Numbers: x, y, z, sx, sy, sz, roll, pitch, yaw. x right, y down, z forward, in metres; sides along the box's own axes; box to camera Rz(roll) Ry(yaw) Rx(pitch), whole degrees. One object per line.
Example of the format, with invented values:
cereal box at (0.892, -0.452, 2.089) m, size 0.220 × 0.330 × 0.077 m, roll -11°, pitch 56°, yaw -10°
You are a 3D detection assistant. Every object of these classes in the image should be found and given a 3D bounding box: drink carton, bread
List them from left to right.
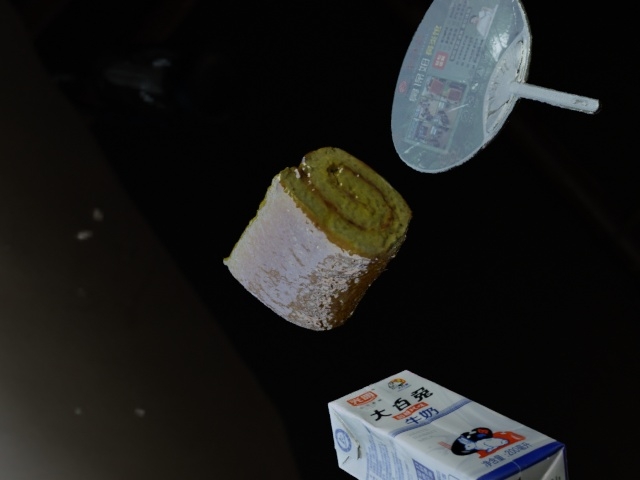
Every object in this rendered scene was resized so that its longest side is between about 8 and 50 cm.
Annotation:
bread at (0.000, 0.000, 1.206) m, size 0.103 × 0.132 × 0.172 m, roll -50°, pitch -4°, yaw -36°
drink carton at (0.148, 0.257, 1.553) m, size 0.131 × 0.315 × 0.106 m, roll -18°, pitch -69°, yaw -27°

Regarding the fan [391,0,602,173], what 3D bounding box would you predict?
fan at (0.161, -0.150, 1.390) m, size 0.012 × 0.294 × 0.223 m, roll 17°, pitch -56°, yaw -37°
